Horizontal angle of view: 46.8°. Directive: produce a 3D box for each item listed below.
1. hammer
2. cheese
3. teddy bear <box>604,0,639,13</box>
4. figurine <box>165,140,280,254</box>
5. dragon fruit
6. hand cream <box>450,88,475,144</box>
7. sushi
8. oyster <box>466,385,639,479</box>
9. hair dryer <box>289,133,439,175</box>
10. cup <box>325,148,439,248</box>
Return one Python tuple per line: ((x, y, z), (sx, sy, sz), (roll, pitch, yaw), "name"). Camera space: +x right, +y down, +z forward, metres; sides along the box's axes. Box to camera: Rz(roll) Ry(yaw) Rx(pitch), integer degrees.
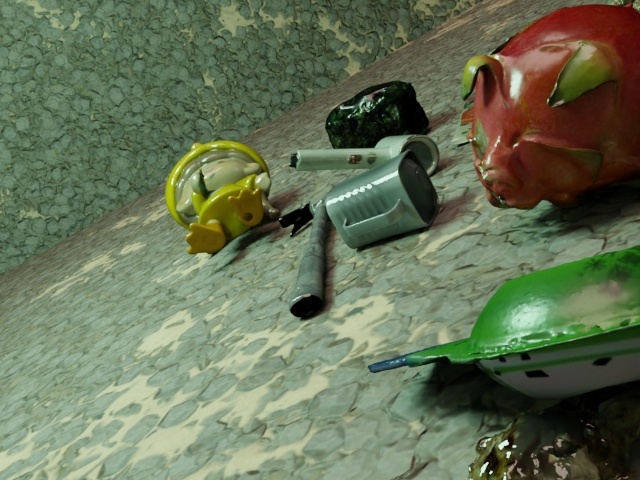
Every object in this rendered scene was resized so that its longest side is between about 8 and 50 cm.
((0.000, 0.001, 1.076), (0.152, 0.044, 0.427), (-26, 16, 10), "hammer")
((0.159, 0.063, 0.512), (0.204, 0.083, 0.320), (-9, -11, -35), "cheese")
((0.631, -0.466, 1.289), (0.256, 0.156, 0.267), (-70, 5, -68), "teddy bear")
((-0.192, -0.079, 1.410), (0.215, 0.187, 0.343), (-19, 21, -3), "figurine")
((0.263, -0.135, 0.788), (0.227, 0.224, 0.224), (-26, 16, 16), "dragon fruit")
((0.283, -0.231, 1.340), (0.080, 0.050, 0.234), (-17, 25, 24), "hand cream")
((0.109, -0.247, 1.516), (0.225, 0.127, 0.124), (-14, 21, 46), "sushi")
((0.128, 0.132, 0.437), (0.103, 0.051, 0.148), (-16, 20, 39), "oyster")
((0.059, -0.129, 1.206), (0.237, 0.073, 0.131), (-7, 9, -17), "hair dryer")
((0.082, -0.046, 0.997), (0.129, 0.095, 0.128), (-22, 19, 31), "cup")
